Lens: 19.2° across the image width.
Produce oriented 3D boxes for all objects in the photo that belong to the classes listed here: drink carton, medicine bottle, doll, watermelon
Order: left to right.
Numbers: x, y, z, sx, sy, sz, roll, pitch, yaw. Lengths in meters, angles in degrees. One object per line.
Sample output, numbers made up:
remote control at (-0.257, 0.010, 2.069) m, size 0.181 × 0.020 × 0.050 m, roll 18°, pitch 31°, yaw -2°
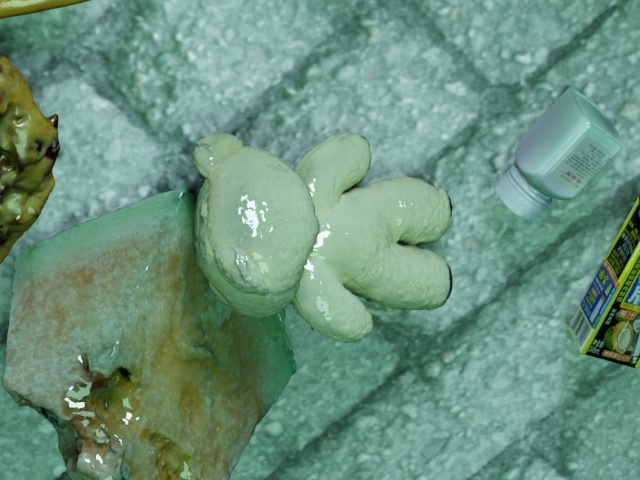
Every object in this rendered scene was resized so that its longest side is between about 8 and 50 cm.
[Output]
watermelon at (-0.176, 0.123, 1.759) m, size 0.151 × 0.302 × 0.264 m, roll -4°, pitch 133°, yaw 35°
doll at (0.000, 0.005, 1.737) m, size 0.278 × 0.175 × 0.149 m, roll 7°, pitch 137°, yaw -31°
medicine bottle at (0.219, -0.075, 1.772) m, size 0.055 × 0.074 × 0.118 m, roll 32°, pitch 111°, yaw -27°
drink carton at (0.315, 0.042, 1.877) m, size 0.071 × 0.056 × 0.166 m, roll 13°, pitch 118°, yaw -22°

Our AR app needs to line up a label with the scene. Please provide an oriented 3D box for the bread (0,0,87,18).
bread at (-0.275, -0.241, 1.572) m, size 0.200 × 0.077 × 0.116 m, roll -11°, pitch 124°, yaw -5°

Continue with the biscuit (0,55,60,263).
biscuit at (-0.389, -0.071, 1.596) m, size 0.334 × 0.081 × 0.289 m, roll 18°, pitch 122°, yaw -20°
